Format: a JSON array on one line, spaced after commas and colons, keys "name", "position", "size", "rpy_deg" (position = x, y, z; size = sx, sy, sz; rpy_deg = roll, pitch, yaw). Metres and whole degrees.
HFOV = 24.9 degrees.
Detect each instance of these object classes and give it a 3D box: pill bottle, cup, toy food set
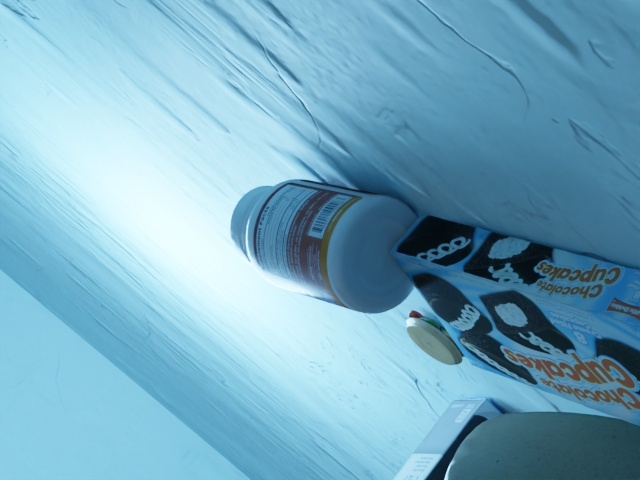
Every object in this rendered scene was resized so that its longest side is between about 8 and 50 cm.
[{"name": "pill bottle", "position": [0.000, 0.000, 1.513], "size": [0.216, 0.121, 0.121], "rpy_deg": [14, 149, 53]}, {"name": "cup", "position": [0.308, 0.315, 1.427], "size": [0.237, 0.331, 0.331], "rpy_deg": [-18, 124, 40]}, {"name": "toy food set", "position": [0.133, 0.113, 1.680], "size": [0.082, 0.020, 0.083], "rpy_deg": [37, 162, 8]}]

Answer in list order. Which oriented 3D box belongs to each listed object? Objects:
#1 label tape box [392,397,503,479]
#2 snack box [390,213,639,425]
[{"name": "label tape box", "position": [0.170, 0.401, 1.755], "size": [0.249, 0.348, 0.115], "rpy_deg": [42, 161, -9]}, {"name": "snack box", "position": [0.229, 0.083, 1.360], "size": [0.322, 0.060, 0.187], "rpy_deg": [17, 151, 49]}]
